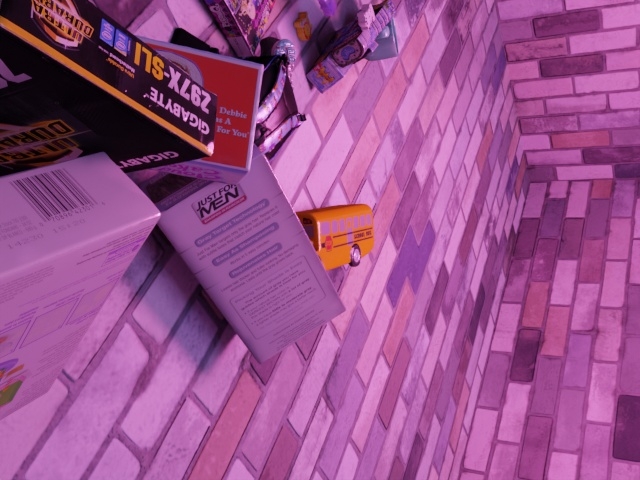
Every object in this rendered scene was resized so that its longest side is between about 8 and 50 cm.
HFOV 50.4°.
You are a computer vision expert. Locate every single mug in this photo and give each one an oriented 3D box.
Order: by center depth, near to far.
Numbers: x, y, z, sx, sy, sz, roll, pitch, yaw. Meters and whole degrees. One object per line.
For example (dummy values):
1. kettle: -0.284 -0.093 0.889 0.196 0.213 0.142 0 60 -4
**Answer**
1. mug: 0.129 -0.507 1.638 0.158 0.097 0.130 45 39 -70

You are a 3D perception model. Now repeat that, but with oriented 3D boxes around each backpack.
1. backpack: -0.117 -0.224 1.197 0.173 0.116 0.158 -62 146 -40

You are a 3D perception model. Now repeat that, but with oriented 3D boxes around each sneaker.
1. sneaker: -0.092 -0.314 1.305 0.065 0.076 0.167 -18 132 -39

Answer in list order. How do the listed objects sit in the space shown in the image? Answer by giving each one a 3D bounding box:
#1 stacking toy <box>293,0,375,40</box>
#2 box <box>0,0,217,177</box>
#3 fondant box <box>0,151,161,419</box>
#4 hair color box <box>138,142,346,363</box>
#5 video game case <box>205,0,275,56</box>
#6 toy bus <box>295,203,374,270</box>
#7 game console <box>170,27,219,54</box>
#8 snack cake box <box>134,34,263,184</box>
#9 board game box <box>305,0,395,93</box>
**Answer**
1. stacking toy: -0.001 -0.509 1.358 0.052 0.167 0.221 -65 144 -36
2. box: -0.305 -0.133 0.654 0.257 0.322 0.079 33 56 -57
3. fondant box: -0.325 0.081 0.647 0.096 0.330 0.238 45 32 9
4. hair color box: -0.116 0.020 1.122 0.185 0.114 0.374 -32 131 -5
5. video game case: -0.142 -0.488 1.216 0.210 0.041 0.232 56 44 -53
6. toy bus: 0.000 0.000 1.429 0.332 0.108 0.130 -14 103 -60
7. game console: -0.217 -0.269 1.131 0.107 0.071 0.122 100 4 -67
8. snack cake box: -0.219 -0.176 0.895 0.264 0.089 0.152 10 79 -17
9. board game box: 0.062 -0.416 1.487 0.060 0.194 0.194 45 62 -21
